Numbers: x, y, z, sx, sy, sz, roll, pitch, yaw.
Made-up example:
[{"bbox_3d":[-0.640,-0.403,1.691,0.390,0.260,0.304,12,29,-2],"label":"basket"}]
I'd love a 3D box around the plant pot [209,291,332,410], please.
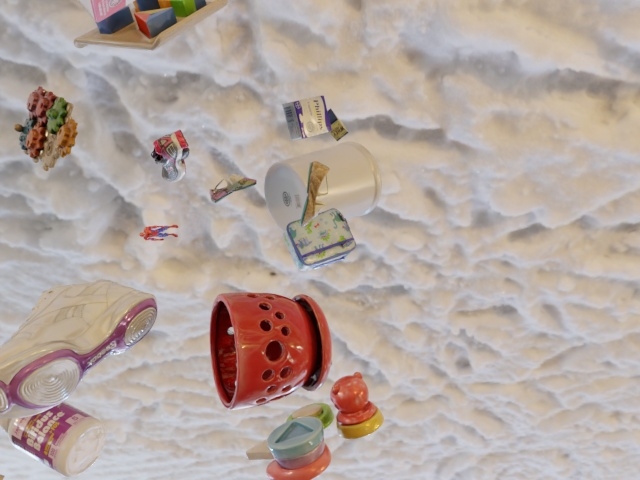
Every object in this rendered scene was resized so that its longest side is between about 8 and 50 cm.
[{"bbox_3d":[-0.087,0.178,0.875,0.174,0.191,0.191,-4,144,-27],"label":"plant pot"}]

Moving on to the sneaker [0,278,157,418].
[{"bbox_3d":[-0.391,0.146,0.754,0.152,0.305,0.114,24,116,18],"label":"sneaker"}]

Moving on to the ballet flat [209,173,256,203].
[{"bbox_3d":[-0.366,-0.223,2.090,0.221,0.077,0.079,-21,99,23],"label":"ballet flat"}]

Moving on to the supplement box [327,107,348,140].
[{"bbox_3d":[0.051,-0.433,1.920,0.056,0.083,0.083,-36,132,12],"label":"supplement box"}]

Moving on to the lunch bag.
[{"bbox_3d":[0.000,0.000,1.718,0.219,0.176,0.090,-17,165,-23],"label":"lunch bag"}]

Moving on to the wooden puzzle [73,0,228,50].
[{"bbox_3d":[-0.484,-0.637,1.445,0.348,0.322,0.080,11,136,28],"label":"wooden puzzle"}]

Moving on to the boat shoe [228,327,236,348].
[{"bbox_3d":[-0.218,0.321,1.492,0.228,0.076,0.080,28,162,39],"label":"boat shoe"}]

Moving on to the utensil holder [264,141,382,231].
[{"bbox_3d":[0.006,-0.216,2.125,0.385,0.327,0.327,-21,153,-36],"label":"utensil holder"}]

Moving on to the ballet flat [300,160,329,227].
[{"bbox_3d":[-0.013,-0.125,1.477,0.067,0.073,0.206,10,119,-2],"label":"ballet flat"}]

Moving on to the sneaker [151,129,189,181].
[{"bbox_3d":[-0.564,-0.305,1.881,0.112,0.121,0.299,-23,167,-25],"label":"sneaker"}]

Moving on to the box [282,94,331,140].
[{"bbox_3d":[-0.045,-0.417,1.738,0.072,0.137,0.126,4,113,50],"label":"box"}]

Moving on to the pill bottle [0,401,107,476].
[{"bbox_3d":[-0.809,0.564,1.530,0.302,0.169,0.169,17,142,19],"label":"pill bottle"}]

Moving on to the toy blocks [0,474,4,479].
[{"bbox_3d":[-0.777,0.654,1.122,0.261,0.191,0.381,27,103,-15],"label":"toy blocks"}]

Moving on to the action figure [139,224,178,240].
[{"bbox_3d":[-0.384,-0.019,1.216,0.030,0.115,0.038,17,104,27],"label":"action figure"}]

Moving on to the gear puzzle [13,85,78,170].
[{"bbox_3d":[-0.646,-0.259,1.199,0.044,0.339,0.175,14,101,-48],"label":"gear puzzle"}]

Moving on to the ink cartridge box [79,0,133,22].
[{"bbox_3d":[-0.310,-0.532,0.872,0.117,0.283,0.207,51,163,-8],"label":"ink cartridge box"}]

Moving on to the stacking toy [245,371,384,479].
[{"bbox_3d":[-0.037,0.435,1.253,0.279,0.309,0.130,-11,99,48],"label":"stacking toy"}]
